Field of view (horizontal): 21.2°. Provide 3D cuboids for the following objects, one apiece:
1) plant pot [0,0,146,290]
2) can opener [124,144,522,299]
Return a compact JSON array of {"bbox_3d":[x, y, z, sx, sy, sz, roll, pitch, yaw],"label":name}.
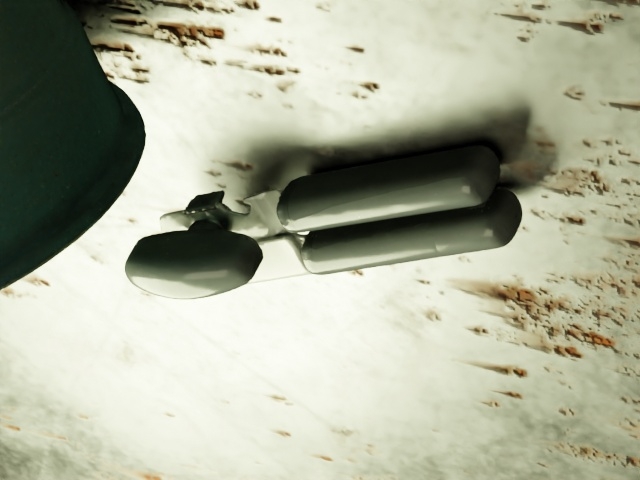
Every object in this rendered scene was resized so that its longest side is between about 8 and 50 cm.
[{"bbox_3d":[-0.316,-0.157,1.006,0.341,0.341,0.334,1,125,27],"label":"plant pot"},{"bbox_3d":[0.000,0.000,1.163,0.280,0.093,0.074,-11,125,30],"label":"can opener"}]
